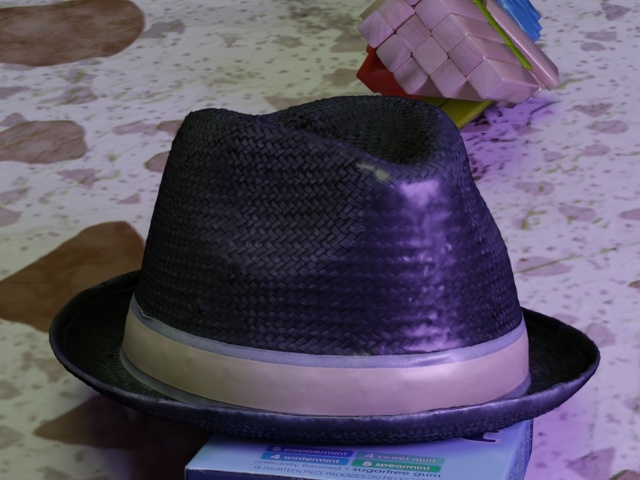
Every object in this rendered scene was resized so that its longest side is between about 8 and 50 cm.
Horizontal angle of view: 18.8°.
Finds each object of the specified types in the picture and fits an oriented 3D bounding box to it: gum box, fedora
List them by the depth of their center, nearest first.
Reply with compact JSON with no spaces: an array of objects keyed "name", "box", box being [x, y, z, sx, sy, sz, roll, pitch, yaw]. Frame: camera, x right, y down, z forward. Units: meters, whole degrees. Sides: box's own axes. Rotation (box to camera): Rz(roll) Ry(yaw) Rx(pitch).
[{"name":"gum box","box":[0.027,0.115,1.017,0.157,0.041,0.184,3,12,10]},{"name":"fedora","box":[0.000,0.000,1.089,0.334,0.152,0.334,0,12,0]}]

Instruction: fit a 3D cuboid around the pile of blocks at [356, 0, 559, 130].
[{"name":"pile of blocks","box":[0.097,-0.154,1.508,0.112,0.149,0.362,-41,10,20]}]
